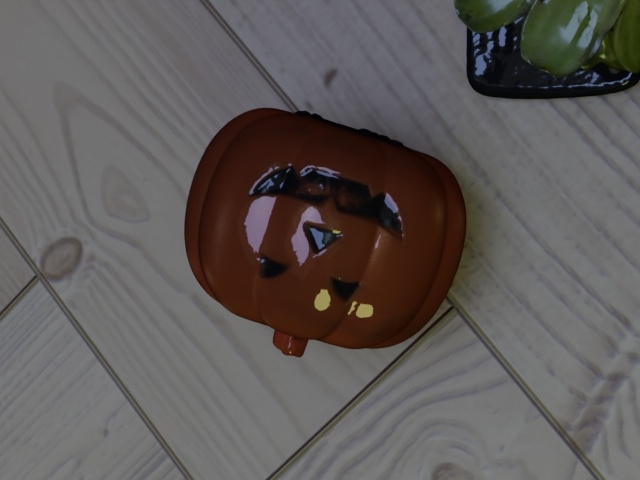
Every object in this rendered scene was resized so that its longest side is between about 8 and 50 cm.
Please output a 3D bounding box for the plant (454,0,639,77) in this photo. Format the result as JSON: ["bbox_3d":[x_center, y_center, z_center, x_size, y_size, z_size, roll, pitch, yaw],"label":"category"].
[{"bbox_3d":[0.226,-0.247,0.972,0.297,0.261,0.305,18,110,62],"label":"plant"}]

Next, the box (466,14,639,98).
[{"bbox_3d":[0.159,-0.159,1.126,0.126,0.027,0.125,0,90,26],"label":"box"}]

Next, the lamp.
[{"bbox_3d":[0.000,0.000,1.112,0.188,0.188,0.163,18,97,24],"label":"lamp"}]
